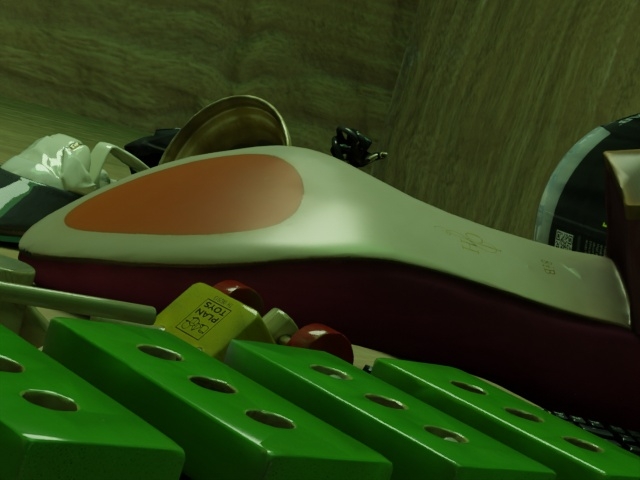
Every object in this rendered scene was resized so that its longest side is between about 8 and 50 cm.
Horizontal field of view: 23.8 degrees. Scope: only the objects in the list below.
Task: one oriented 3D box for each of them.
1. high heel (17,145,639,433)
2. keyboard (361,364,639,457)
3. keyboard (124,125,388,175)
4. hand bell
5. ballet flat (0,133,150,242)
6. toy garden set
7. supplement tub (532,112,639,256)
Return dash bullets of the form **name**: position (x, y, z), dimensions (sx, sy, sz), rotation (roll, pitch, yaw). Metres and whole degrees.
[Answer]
- **high heel**: position (0.040, 0.053, 0.771), dimensions (0.377, 0.181, 0.127), rotation (0, 31, 8)
- **keyboard**: position (0.080, 0.083, 0.683), dimensions (0.180, 0.023, 0.108), rotation (16, 4, -15)
- **keyboard**: position (-0.055, -0.062, 1.255), dimensions (0.201, 0.033, 0.317), rotation (-1, -5, -5)
- **hand bell**: position (0.000, 0.000, 1.117), dimensions (0.126, 0.126, 0.242), rotation (20, -7, 43)
- **ballet flat**: position (-0.154, -0.031, 0.950), dimensions (0.074, 0.074, 0.203), rotation (19, 5, 31)
- **toy garden set**: position (-0.042, 0.054, 0.472), dimensions (0.244, 0.049, 0.203), rotation (11, 8, -42)
- **supplement tub**: position (0.299, 0.022, 1.040), dimensions (0.207, 0.207, 0.338), rotation (15, 5, -17)
